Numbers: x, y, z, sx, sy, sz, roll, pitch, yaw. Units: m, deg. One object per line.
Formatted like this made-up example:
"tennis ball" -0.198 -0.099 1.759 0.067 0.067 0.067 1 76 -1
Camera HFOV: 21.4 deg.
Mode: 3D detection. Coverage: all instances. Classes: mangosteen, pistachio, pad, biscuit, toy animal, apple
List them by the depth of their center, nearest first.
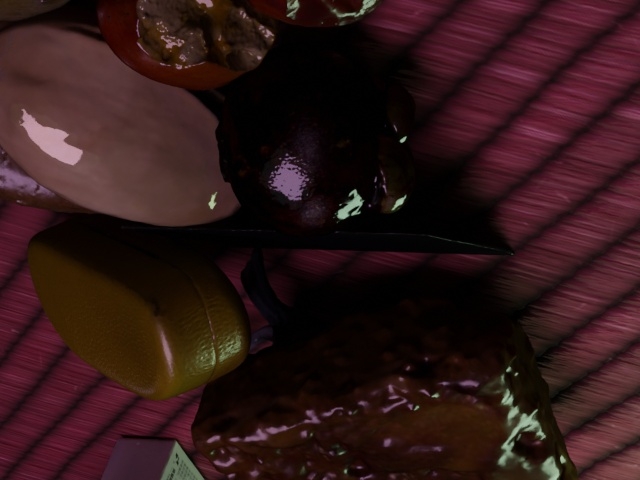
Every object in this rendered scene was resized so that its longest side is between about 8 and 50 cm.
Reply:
"apple" -0.126 -0.221 1.636 0.147 0.156 0.158 -6 139 43
"mangosteen" -0.005 -0.102 1.698 0.210 0.210 0.210 15 145 11
"pistachio" -0.209 -0.129 1.774 0.318 0.193 0.214 22 140 -20
"pad" 0.000 0.000 1.872 0.367 0.007 0.247 1 175 27
"biscuit" 0.080 0.225 2.030 0.395 0.166 0.342 -14 137 17
"toy animal" -0.041 0.131 2.111 0.206 0.081 0.367 -17 138 36

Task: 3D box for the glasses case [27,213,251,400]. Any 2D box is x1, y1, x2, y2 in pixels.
"glasses case" -0.205 0.076 1.992 0.371 0.141 0.173 21 127 55

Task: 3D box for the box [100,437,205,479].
"box" -0.262 0.460 2.519 0.116 0.274 0.203 -1 140 28

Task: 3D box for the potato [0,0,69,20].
"potato" -0.294 -0.304 1.621 0.174 0.159 0.251 47 133 10

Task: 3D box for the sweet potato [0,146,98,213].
"sweet potato" -0.323 -0.095 1.941 0.336 0.131 0.131 15 145 9

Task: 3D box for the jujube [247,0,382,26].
"jujube" -0.046 -0.311 1.442 0.216 0.216 0.342 3 155 26
